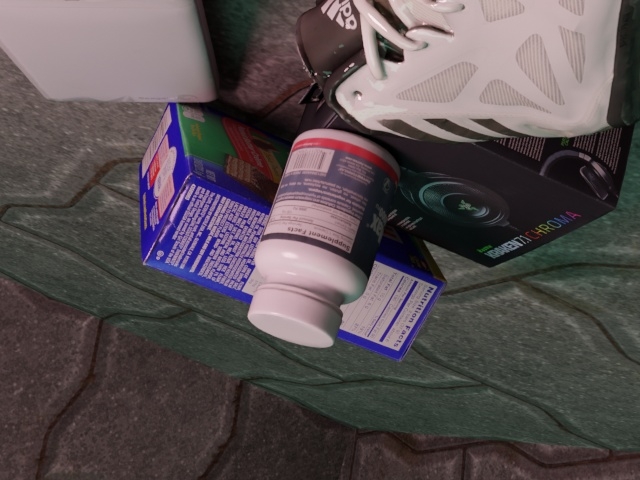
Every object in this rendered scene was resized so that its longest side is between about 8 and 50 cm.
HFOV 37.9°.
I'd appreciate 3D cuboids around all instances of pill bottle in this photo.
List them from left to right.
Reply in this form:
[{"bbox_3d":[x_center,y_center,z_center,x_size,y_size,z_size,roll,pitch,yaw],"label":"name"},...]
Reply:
[{"bbox_3d":[0.000,0.000,0.851,0.108,0.180,0.108,16,160,6],"label":"pill bottle"}]

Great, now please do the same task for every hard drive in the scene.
[{"bbox_3d":[-0.213,-0.201,0.928,0.203,0.040,0.307,0,171,-2],"label":"hard drive"}]

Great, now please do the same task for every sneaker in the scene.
[{"bbox_3d":[0.080,-0.162,0.549,0.257,0.169,0.447,-13,155,19],"label":"sneaker"}]

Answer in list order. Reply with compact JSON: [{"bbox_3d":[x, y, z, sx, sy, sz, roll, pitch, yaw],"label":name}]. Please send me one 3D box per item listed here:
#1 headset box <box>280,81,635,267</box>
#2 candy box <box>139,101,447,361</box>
[{"bbox_3d":[0.119,-0.106,0.930,0.283,0.131,0.246,23,160,-12],"label":"headset box"},{"bbox_3d":[-0.041,-0.023,1.081,0.317,0.122,0.268,23,-160,-22],"label":"candy box"}]
